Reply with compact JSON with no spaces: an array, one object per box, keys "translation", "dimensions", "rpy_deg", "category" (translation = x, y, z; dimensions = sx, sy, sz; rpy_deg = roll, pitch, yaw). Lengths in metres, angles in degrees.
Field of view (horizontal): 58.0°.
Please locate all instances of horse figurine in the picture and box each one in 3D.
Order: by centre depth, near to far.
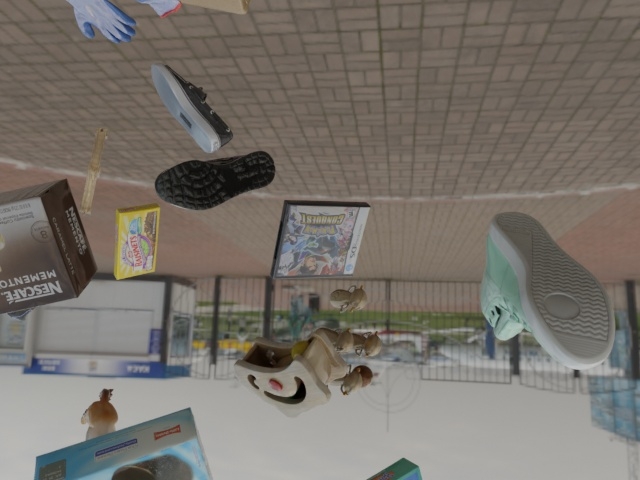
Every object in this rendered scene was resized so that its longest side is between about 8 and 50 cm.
[{"translation":[-0.454,0.413,1.186],"dimensions":[0.066,0.263,0.174],"rpy_deg":[11,139,-29],"category":"horse figurine"}]

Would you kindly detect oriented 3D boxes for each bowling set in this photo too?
[{"translation":[0.074,0.258,1.295],"dimensions":[0.199,0.287,0.154],"rpy_deg":[34,161,-21],"category":"bowling set"}]

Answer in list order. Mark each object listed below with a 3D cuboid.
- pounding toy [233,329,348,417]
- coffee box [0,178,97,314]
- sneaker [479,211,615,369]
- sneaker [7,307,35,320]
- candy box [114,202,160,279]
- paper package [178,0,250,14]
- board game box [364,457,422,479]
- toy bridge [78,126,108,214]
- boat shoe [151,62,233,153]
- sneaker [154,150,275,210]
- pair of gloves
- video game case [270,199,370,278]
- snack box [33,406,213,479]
[{"translation":[-0.052,0.224,1.090],"dimensions":[0.154,0.155,0.269],"rpy_deg":[43,140,-4],"category":"pounding toy"},{"translation":[-0.440,0.021,0.747],"dimensions":[0.246,0.141,0.098],"rpy_deg":[-11,-161,-1],"category":"coffee box"},{"translation":[0.269,0.092,0.712],"dimensions":[0.094,0.256,0.151],"rpy_deg":[-3,125,-2],"category":"sneaker"},{"translation":[-0.772,0.115,1.588],"dimensions":[0.081,0.232,0.090],"rpy_deg":[20,147,29],"category":"sneaker"},{"translation":[-0.466,0.003,1.461],"dimensions":[0.105,0.206,0.027],"rpy_deg":[-11,-139,-34],"category":"candy box"},{"translation":[-0.330,-0.708,1.364],"dimensions":[0.324,0.168,0.309],"rpy_deg":[12,172,3],"category":"paper package"},{"translation":[0.107,0.478,0.908],"dimensions":[0.160,0.210,0.047],"rpy_deg":[-20,-172,-26],"category":"board game box"},{"translation":[-0.471,-0.144,1.199],"dimensions":[0.026,0.188,0.063],"rpy_deg":[12,171,-20],"category":"toy bridge"},{"translation":[-0.266,-0.287,1.213],"dimensions":[0.076,0.228,0.080],"rpy_deg":[-34,168,-31],"category":"boat shoe"},{"translation":[-0.246,-0.132,1.286],"dimensions":[0.283,0.107,0.124],"rpy_deg":[-16,-166,-38],"category":"sneaker"},{"translation":[-0.350,-0.410,0.986],"dimensions":[0.198,0.023,0.159],"rpy_deg":[-22,152,24],"category":"pair of gloves"},{"translation":[0.000,0.000,1.730],"dimensions":[0.274,0.248,0.035],"rpy_deg":[0,-152,-26],"category":"video game case"},{"translation":[-0.225,0.375,0.760],"dimensions":[0.187,0.322,0.060],"rpy_deg":[-15,-146,-13],"category":"snack box"}]
